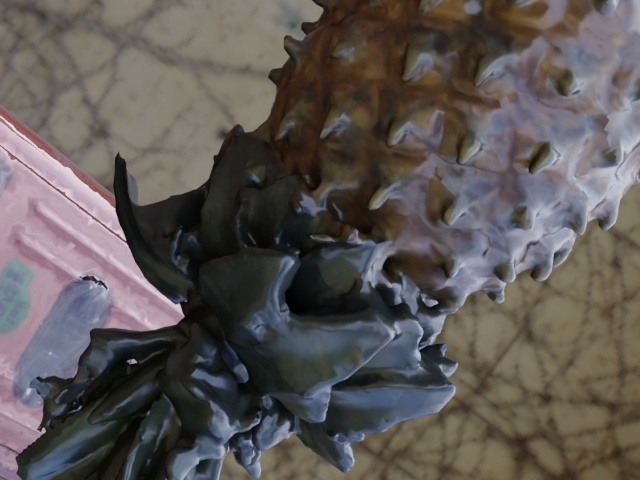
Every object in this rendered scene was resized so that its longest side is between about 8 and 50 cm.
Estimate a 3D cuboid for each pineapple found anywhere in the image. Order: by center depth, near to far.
[{"bbox_3d":[0.000,0.000,0.558,0.310,0.170,0.141,-48,155,1],"label":"pineapple"}]

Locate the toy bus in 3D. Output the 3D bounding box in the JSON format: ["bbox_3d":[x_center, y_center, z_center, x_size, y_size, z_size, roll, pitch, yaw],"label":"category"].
[{"bbox_3d":[-0.218,0.020,0.833,0.203,0.233,0.427,-59,144,-9],"label":"toy bus"}]
